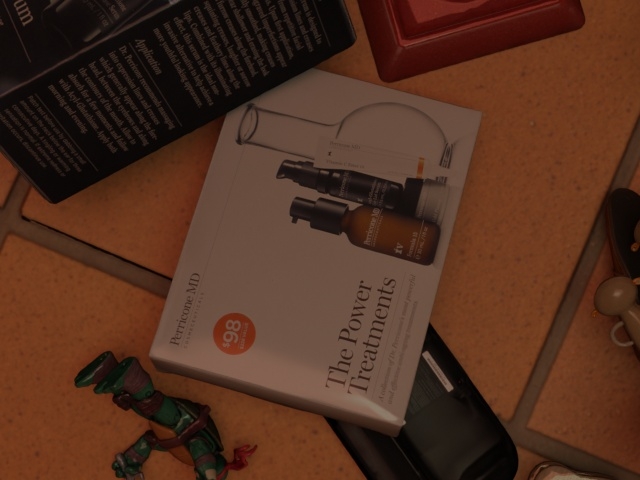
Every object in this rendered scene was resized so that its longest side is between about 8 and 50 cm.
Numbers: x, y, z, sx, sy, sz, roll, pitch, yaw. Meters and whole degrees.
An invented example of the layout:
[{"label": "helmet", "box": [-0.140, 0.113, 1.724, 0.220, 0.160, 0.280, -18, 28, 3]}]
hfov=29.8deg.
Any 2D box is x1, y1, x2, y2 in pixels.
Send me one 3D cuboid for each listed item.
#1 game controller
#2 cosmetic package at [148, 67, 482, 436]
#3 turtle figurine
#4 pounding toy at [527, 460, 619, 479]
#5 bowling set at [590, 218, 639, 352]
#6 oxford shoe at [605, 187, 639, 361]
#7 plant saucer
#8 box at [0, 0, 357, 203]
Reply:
[{"label": "game controller", "box": [0.091, 0.185, 1.409, 0.166, 0.067, 0.319, -34, 86, -15]}, {"label": "cosmetic package", "box": [0.000, 0.000, 1.360, 0.285, 0.097, 0.377, 14, 73, 5]}, {"label": "turtle figurine", "box": [-0.175, 0.230, 1.380, 0.234, 0.175, 0.118, 53, 48, -19]}, {"label": "pounding toy", "box": [0.256, 0.377, 1.335, 0.154, 0.155, 0.269, 33, 88, 8]}, {"label": "bowling set", "box": [0.418, -0.010, 1.325, 0.287, 0.200, 0.154, -41, 101, 16]}, {"label": "oxford shoe", "box": [0.362, 0.044, 1.398, 0.076, 0.076, 0.212, -2, 72, -24]}, {"label": "plant saucer", "box": [0.162, -0.347, 1.440, 0.259, 0.048, 0.258, -16, 86, 1]}, {"label": "box", "box": [-0.210, -0.281, 1.319, 0.396, 0.212, 0.293, -29, 62, -1]}]
